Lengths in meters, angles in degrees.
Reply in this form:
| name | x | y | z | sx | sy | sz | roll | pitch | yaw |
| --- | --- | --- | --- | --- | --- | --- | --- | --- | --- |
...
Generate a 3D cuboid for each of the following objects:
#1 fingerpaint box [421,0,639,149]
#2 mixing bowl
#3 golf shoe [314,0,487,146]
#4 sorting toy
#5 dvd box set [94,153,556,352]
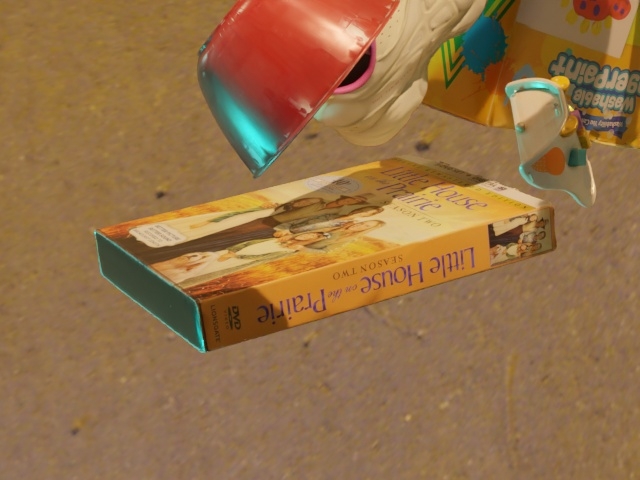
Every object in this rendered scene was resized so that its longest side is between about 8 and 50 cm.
| name | x | y | z | sx | sy | sz | roll | pitch | yaw |
| --- | --- | --- | --- | --- | --- | --- | --- | --- | --- |
| fingerpaint box | 0.344 | -0.306 | 1.673 | 0.163 | 0.445 | 0.371 | 27 | 108 | 47 |
| mixing bowl | -0.032 | -0.148 | 1.087 | 0.098 | 0.181 | 0.181 | 40 | 115 | -7 |
| golf shoe | 0.083 | -0.242 | 1.420 | 0.115 | 0.140 | 0.306 | 33 | 99 | 34 |
| sorting toy | 0.160 | -0.061 | 0.914 | 0.045 | 0.083 | 0.075 | -24 | 131 | 21 |
| dvd box set | 0.000 | 0.000 | 1.530 | 0.307 | 0.420 | 0.062 | 28 | 128 | 59 |
